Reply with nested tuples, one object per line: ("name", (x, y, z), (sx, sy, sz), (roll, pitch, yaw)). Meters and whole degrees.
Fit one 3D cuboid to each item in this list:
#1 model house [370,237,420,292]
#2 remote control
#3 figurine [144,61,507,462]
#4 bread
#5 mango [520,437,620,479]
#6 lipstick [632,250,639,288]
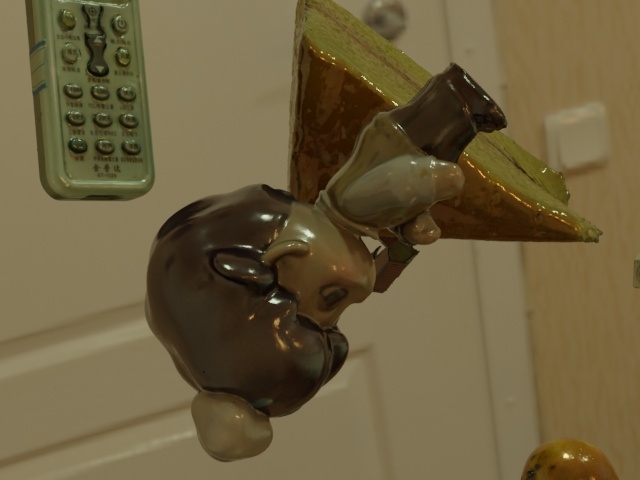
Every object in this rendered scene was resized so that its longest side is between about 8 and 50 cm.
("model house", (0.079, 0.015, 1.679), (0.057, 0.083, 0.058), (46, 42, 9))
("remote control", (-0.253, -0.208, 1.526), (0.128, 0.335, 0.065), (-1, -9, -36))
("figurine", (0.015, 0.012, 1.266), (0.365, 0.206, 0.218), (-30, 16, 2))
("bread", (0.143, -0.128, 1.606), (0.361, 0.245, 0.233), (5, 24, -3))
("mango", (0.289, 0.298, 1.597), (0.115, 0.178, 0.090), (-43, 29, -14))
("lipstick", (0.337, 0.019, 1.431), (0.030, 0.030, 0.129), (4, 14, 20))
